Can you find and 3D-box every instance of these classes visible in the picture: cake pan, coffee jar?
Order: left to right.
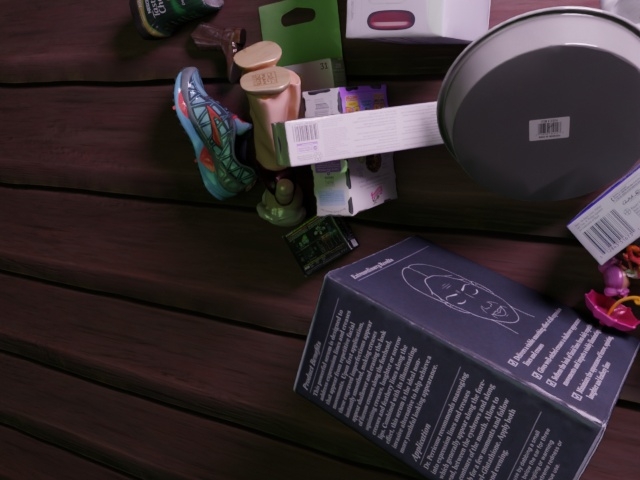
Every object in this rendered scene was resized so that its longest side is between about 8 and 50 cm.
[{"bbox_3d":[-0.276,-0.449,1.206,0.185,0.079,0.096,-14,95,34],"label":"coffee jar"},{"bbox_3d":[0.301,-0.160,0.842,0.293,0.054,0.293,6,138,6],"label":"cake pan"}]

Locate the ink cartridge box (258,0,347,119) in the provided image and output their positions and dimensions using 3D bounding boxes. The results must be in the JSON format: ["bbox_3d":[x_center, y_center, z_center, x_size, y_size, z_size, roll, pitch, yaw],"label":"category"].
[{"bbox_3d":[-0.041,-0.305,1.119,0.171,0.056,0.234,0,105,32],"label":"ink cartridge box"}]

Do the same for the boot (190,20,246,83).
[{"bbox_3d":[-0.198,-0.357,1.208,0.114,0.037,0.106,15,97,24],"label":"boot"}]

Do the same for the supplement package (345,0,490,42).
[{"bbox_3d":[0.147,-0.410,0.885,0.145,0.204,0.261,9,107,29],"label":"supplement package"}]

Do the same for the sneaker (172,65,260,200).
[{"bbox_3d":[-0.187,-0.215,1.222,0.125,0.104,0.261,-18,98,16],"label":"sneaker"}]

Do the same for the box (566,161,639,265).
[{"bbox_3d":[0.415,-0.045,0.861,0.072,0.137,0.126,51,122,12],"label":"box"}]

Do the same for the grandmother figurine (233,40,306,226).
[{"bbox_3d":[-0.073,-0.143,1.073,0.104,0.207,0.342,-6,142,-1],"label":"grandmother figurine"}]

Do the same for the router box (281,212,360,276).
[{"bbox_3d":[0.000,0.000,1.184,0.122,0.038,0.092,-32,86,33],"label":"router box"}]

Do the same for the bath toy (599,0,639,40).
[{"bbox_3d":[0.358,-0.269,0.846,0.151,0.129,0.348,34,133,-24],"label":"bath toy"}]

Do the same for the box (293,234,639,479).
[{"bbox_3d":[0.214,0.185,0.941,0.396,0.294,0.211,28,116,26],"label":"box"}]

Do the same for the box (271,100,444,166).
[{"bbox_3d":[0.090,-0.161,0.933,0.063,0.324,0.067,-159,59,-66],"label":"box"}]

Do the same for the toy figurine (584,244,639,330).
[{"bbox_3d":[0.450,0.059,0.896,0.159,0.130,0.173,-22,69,43],"label":"toy figurine"}]

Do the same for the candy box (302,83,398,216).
[{"bbox_3d":[0.053,-0.149,1.036,0.070,0.165,0.196,0,103,33],"label":"candy box"}]
